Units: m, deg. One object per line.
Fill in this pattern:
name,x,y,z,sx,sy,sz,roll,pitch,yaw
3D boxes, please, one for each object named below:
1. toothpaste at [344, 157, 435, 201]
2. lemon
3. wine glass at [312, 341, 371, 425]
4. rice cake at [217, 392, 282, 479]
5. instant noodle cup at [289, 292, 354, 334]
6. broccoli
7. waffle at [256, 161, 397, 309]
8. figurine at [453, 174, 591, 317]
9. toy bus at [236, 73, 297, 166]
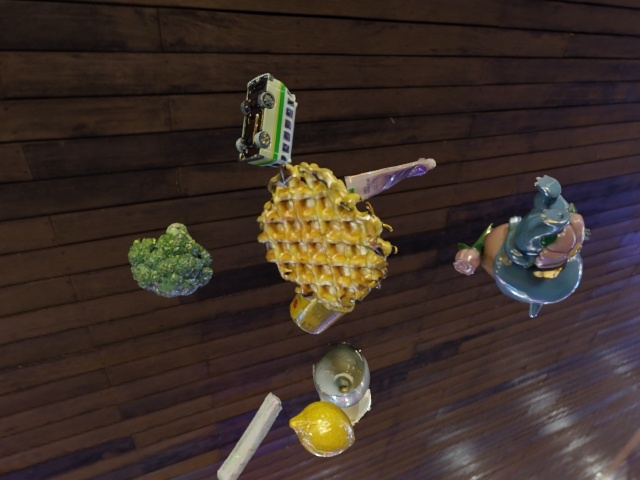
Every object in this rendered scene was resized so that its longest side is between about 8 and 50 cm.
toothpaste,0.200,-0.178,1.171,0.300,0.048,0.075,-20,133,-23
lemon,0.003,0.241,0.537,0.092,0.065,0.065,22,112,-14
wine glass,0.057,0.349,1.018,0.143,0.143,0.321,-24,148,-11
rice cake,-0.156,0.442,0.931,0.211,0.043,0.034,-55,132,-17
instant noodle cup,-0.005,0.198,1.322,0.182,0.182,0.144,18,123,-35
broccoli,-0.493,0.057,1.397,0.269,0.270,0.270,-5,139,-5
waffle,0.000,0.000,1.065,0.095,0.380,0.382,-36,167,-41
figurine,0.242,0.002,0.504,0.114,0.144,0.178,-62,152,-27
toy bus,-0.170,-0.383,1.389,0.164,0.133,0.276,11,83,-43
